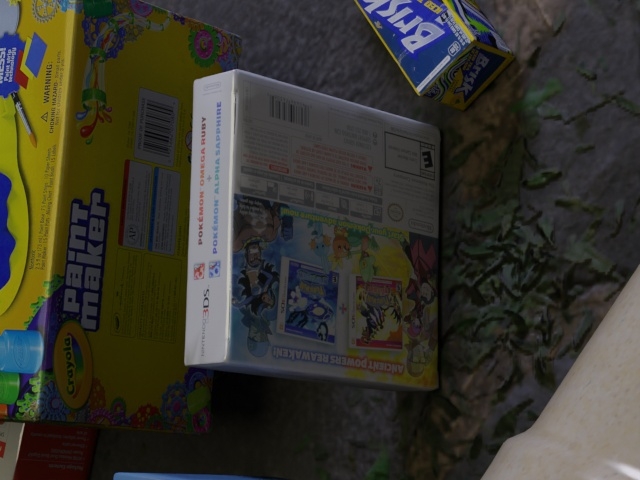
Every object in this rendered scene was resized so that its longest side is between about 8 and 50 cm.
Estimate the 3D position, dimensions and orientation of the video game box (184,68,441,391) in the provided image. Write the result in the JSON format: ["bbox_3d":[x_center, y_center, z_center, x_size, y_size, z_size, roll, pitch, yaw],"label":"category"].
[{"bbox_3d":[0.000,0.000,1.206,0.048,0.205,0.187,-11,74,42],"label":"video game box"}]

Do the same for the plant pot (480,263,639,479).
[{"bbox_3d":[0.267,0.080,0.919,0.334,0.334,0.305,23,86,40],"label":"plant pot"}]

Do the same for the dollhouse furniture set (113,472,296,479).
[{"bbox_3d":[0.016,0.292,1.071,0.198,0.303,0.286,3,83,41],"label":"dollhouse furniture set"}]

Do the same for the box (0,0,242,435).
[{"bbox_3d":[-0.226,-0.015,1.312,0.279,0.177,0.290,-1,82,37],"label":"box"}]

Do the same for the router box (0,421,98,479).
[{"bbox_3d":[-0.311,0.051,1.535,0.335,0.082,0.301,11,89,41],"label":"router box"}]

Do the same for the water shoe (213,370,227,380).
[{"bbox_3d":[-0.076,0.060,1.361,0.203,0.073,0.080,-24,94,33],"label":"water shoe"}]

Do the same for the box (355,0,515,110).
[{"bbox_3d":[0.064,-0.172,1.283,0.059,0.054,0.169,-46,56,23],"label":"box"}]
